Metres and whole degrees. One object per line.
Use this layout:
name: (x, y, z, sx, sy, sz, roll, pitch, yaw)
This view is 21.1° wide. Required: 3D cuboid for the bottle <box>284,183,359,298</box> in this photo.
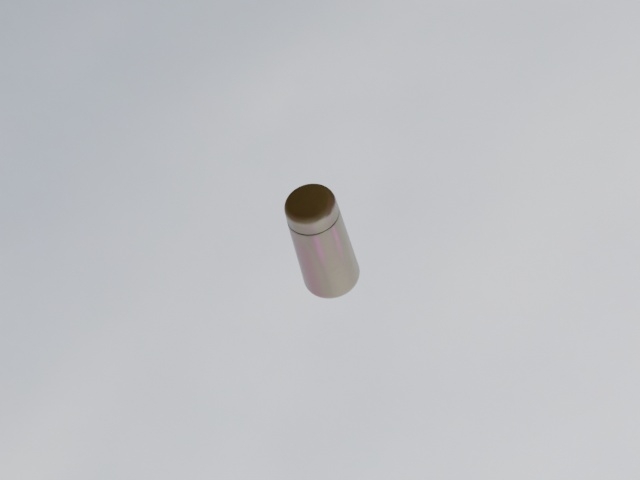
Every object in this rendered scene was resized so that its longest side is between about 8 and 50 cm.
bottle: (0.000, 0.000, 1.313, 0.045, 0.096, 0.045, -8, -131, 9)
